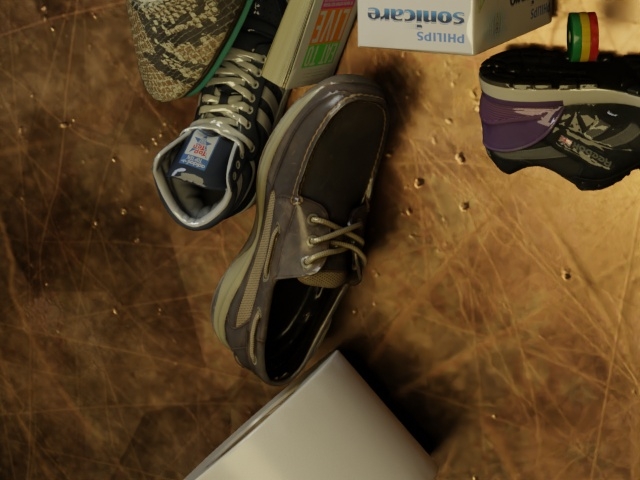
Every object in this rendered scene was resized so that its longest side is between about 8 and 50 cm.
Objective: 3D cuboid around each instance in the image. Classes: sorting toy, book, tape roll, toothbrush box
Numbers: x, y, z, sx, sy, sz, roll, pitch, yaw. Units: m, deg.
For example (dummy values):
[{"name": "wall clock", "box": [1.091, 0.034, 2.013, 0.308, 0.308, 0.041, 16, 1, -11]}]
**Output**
[{"name": "sorting toy", "box": [0.248, -0.309, 1.397, 0.046, 0.132, 0.274, -2, 106, 1]}, {"name": "book", "box": [0.002, -0.227, 1.526, 0.035, 0.096, 0.144, 33, 116, 25]}, {"name": "tape roll", "box": [-0.018, 0.257, 1.601, 0.246, 0.246, 0.169, -42, 89, 26]}, {"name": "toothbrush box", "box": [0.127, -0.326, 1.382, 0.122, 0.206, 0.283, 9, 109, 26]}]

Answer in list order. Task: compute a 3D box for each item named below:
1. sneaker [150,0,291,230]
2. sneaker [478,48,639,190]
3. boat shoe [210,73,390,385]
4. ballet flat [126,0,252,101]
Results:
[{"name": "sneaker", "box": [-0.097, -0.143, 1.556, 0.099, 0.153, 0.282, 15, 111, 15]}, {"name": "sneaker", "box": [0.295, -0.108, 1.468, 0.283, 0.107, 0.124, 9, 124, 21]}, {"name": "boat shoe", "box": [0.000, 0.000, 1.558, 0.130, 0.132, 0.355, 53, 134, 43]}, {"name": "ballet flat", "box": [-0.092, -0.365, 1.430, 0.483, 0.182, 0.164, -57, 46, 13]}]
